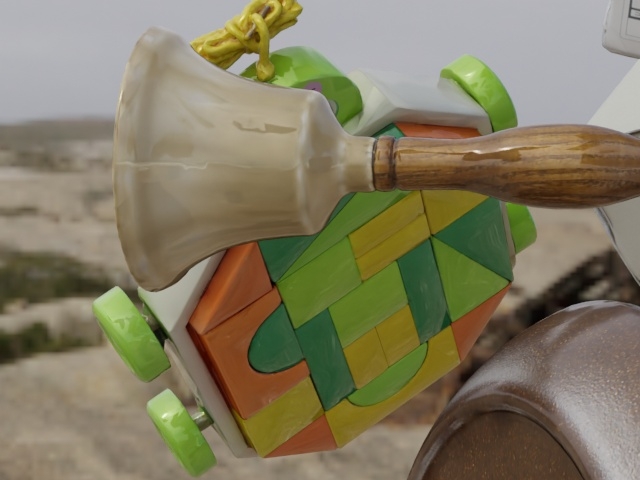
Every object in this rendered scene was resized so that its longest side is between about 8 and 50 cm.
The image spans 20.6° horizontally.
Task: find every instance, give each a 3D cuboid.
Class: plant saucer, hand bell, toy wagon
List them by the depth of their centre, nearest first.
[{"bbox_3d":[0.088,0.178,0.695,0.050,0.311,0.310,4,2,-21],"label":"plant saucer"},{"bbox_3d":[0.039,-0.033,0.805,0.242,0.126,0.126,3,3,12],"label":"hand bell"},{"bbox_3d":[0.000,0.000,1.012,0.267,0.068,0.344,-34,-34,-11],"label":"toy wagon"}]

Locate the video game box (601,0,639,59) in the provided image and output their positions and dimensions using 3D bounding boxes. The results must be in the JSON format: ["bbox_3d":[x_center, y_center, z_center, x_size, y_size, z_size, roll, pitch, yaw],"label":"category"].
[{"bbox_3d":[0.188,-0.119,0.478,0.205,0.187,0.048,16,41,19],"label":"video game box"}]

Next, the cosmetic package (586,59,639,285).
[{"bbox_3d":[0.284,-0.084,1.011,0.129,0.153,0.296,-15,26,46],"label":"cosmetic package"}]
